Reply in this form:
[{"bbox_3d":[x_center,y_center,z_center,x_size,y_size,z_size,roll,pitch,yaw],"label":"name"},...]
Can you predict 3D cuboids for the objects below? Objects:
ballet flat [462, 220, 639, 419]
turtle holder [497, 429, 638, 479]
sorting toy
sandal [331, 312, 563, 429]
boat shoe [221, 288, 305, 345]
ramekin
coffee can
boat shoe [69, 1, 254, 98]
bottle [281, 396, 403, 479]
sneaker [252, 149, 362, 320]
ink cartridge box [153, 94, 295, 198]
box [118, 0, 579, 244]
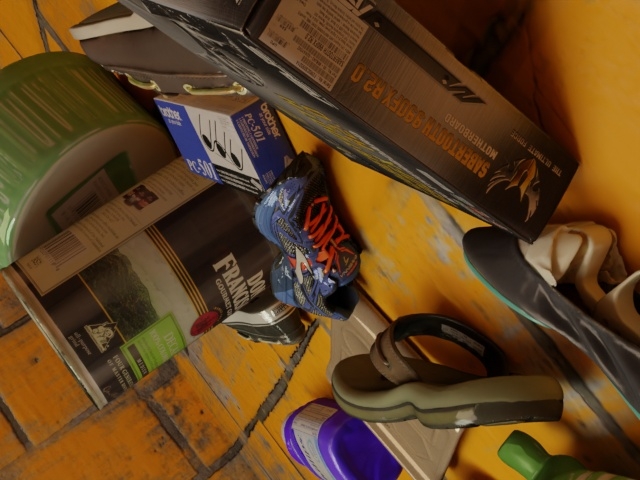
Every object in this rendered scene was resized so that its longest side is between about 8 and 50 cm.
[{"bbox_3d":[0.161,0.033,0.515,0.203,0.074,0.074,48,162,39],"label":"ballet flat"},{"bbox_3d":[0.189,0.277,0.666,0.227,0.320,0.243,35,-164,14],"label":"turtle holder"},{"bbox_3d":[0.079,0.159,0.986,0.193,0.038,0.208,47,156,23],"label":"sorting toy"},{"bbox_3d":[0.099,0.101,0.748,0.303,0.120,0.086,161,102,-69],"label":"sandal"},{"bbox_3d":[-0.087,0.106,1.230,0.070,0.077,0.219,61,159,-14],"label":"boat shoe"},{"bbox_3d":[-0.329,-0.076,1.180,0.148,0.303,0.303,38,156,24],"label":"ramekin"},{"bbox_3d":[-0.207,0.041,1.096,0.201,0.275,0.201,47,161,22],"label":"coffee can"},{"bbox_3d":[-0.123,-0.170,0.784,0.324,0.116,0.097,10,130,57],"label":"boat shoe"},{"bbox_3d":[0.015,0.273,1.244,0.118,0.092,0.283,56,162,-7],"label":"bottle"},{"bbox_3d":[0.000,0.000,0.853,0.087,0.083,0.221,28,154,23],"label":"sneaker"},{"bbox_3d":[-0.097,-0.105,0.932,0.207,0.046,0.097,24,143,58],"label":"ink cartridge box"},{"bbox_3d":[0.008,-0.092,0.507,0.231,0.056,0.183,30,180,-40],"label":"box"}]
